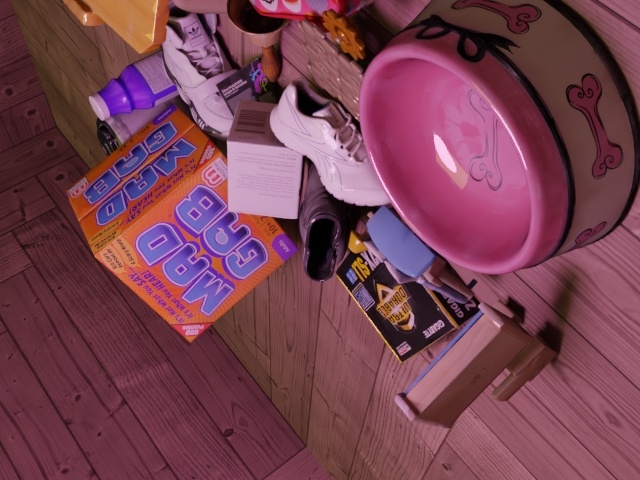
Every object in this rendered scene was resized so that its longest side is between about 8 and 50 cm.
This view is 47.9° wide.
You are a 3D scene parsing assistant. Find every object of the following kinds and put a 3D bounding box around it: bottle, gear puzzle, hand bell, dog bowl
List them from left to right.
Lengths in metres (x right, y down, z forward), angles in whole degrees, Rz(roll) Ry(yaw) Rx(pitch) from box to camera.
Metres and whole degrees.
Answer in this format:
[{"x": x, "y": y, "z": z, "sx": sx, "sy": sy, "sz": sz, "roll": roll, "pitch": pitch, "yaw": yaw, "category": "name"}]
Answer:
[{"x": -0.441, "y": -0.393, "z": 1.814, "sx": 0.118, "sy": 0.282, "sz": 0.092, "roll": 53, "pitch": 157, "yaw": 7, "category": "bottle"}, {"x": -0.105, "y": -0.383, "z": 1.406, "sx": 0.126, "sy": 0.126, "sz": 0.242, "roll": 51, "pitch": 169, "yaw": 16, "category": "hand bell"}, {"x": 0.040, "y": -0.286, "z": 1.152, "sx": 0.175, "sy": 0.044, "sz": 0.339, "roll": 45, "pitch": 176, "yaw": 10, "category": "gear puzzle"}, {"x": 0.212, "y": -0.132, "z": 0.982, "sx": 0.408, "sy": 0.150, "sz": 0.408, "roll": 44, "pitch": 154, "yaw": 28, "category": "dog bowl"}]

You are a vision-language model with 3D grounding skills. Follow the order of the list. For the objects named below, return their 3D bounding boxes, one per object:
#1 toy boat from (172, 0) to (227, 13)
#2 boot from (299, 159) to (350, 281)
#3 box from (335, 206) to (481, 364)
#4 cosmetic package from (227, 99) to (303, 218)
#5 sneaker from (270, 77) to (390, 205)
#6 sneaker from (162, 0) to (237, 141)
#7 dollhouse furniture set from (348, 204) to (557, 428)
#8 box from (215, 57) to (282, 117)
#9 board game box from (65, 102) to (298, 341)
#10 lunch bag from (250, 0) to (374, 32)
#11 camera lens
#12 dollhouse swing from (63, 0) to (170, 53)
[{"x": -0.216, "y": -0.543, "z": 1.388, "sx": 0.231, "sy": 0.150, "sz": 0.151, "roll": 140, "pitch": 128, "yaw": -67, "category": "toy boat"}, {"x": 0.000, "y": 0.000, "z": 1.483, "sx": 0.338, "sy": 0.118, "sz": 0.223, "roll": 84, "pitch": -172, "yaw": -50, "category": "boot"}, {"x": 0.165, "y": 0.099, "z": 1.476, "sx": 0.257, "sy": 0.079, "sz": 0.322, "roll": 55, "pitch": 158, "yaw": 11, "category": "box"}, {"x": -0.108, "y": -0.167, "z": 1.491, "sx": 0.151, "sy": 0.151, "sz": 0.184, "roll": -83, "pitch": 0, "yaw": -45, "category": "cosmetic package"}, {"x": 0.027, "y": -0.176, "z": 1.317, "sx": 0.297, "sy": 0.111, "sz": 0.129, "roll": 39, "pitch": 152, "yaw": 9, "category": "sneaker"}, {"x": -0.261, "y": -0.391, "z": 1.632, "sx": 0.366, "sy": 0.137, "sz": 0.210, "roll": 50, "pitch": 159, "yaw": 27, "category": "sneaker"}, {"x": 0.179, "y": 0.129, "z": 1.199, "sx": 0.286, "sy": 0.198, "sz": 0.303, "roll": 28, "pitch": -163, "yaw": -51, "category": "dollhouse furniture set"}, {"x": -0.138, "y": -0.295, "z": 1.555, "sx": 0.162, "sy": 0.116, "sz": 0.029, "roll": 61, "pitch": -161, "yaw": -9, "category": "box"}, {"x": -0.344, "y": -0.051, "z": 1.787, "sx": 0.356, "sy": 0.356, "sz": 0.356, "roll": 53, "pitch": 175, "yaw": -40, "category": "board game box"}, {"x": -0.034, "y": -0.451, "z": 1.131, "sx": 0.293, "sy": 0.120, "sz": 0.258, "roll": 27, "pitch": 147, "yaw": 50, "category": "lunch bag"}, {"x": -0.454, "y": -0.298, "z": 1.973, "sx": 0.219, "sy": 0.274, "sz": 0.219, "roll": 45, "pitch": 155, "yaw": 28, "category": "camera lens"}, {"x": -0.299, "y": -0.558, "z": 1.314, "sx": 0.304, "sy": 0.315, "sz": 0.347, "roll": 31, "pitch": 131, "yaw": 16, "category": "dollhouse swing"}]
